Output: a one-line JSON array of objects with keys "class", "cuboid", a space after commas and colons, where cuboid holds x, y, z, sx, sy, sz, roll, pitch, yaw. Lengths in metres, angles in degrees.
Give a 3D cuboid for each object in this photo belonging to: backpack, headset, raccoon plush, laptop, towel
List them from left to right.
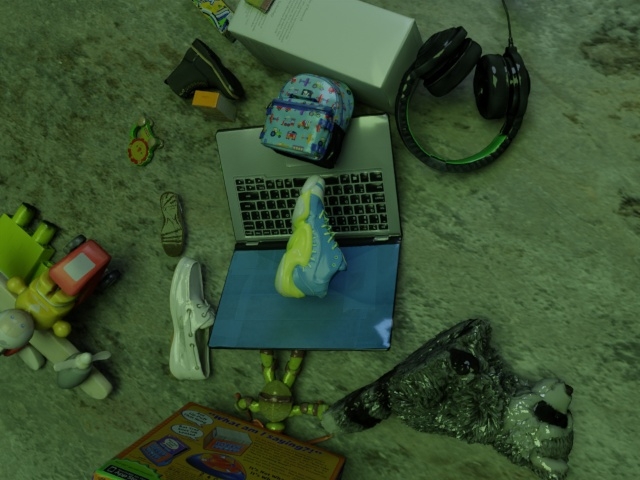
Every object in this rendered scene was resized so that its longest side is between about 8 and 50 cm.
[{"class": "towel", "cuboid": [-0.110, -0.500, 1.261, 0.060, 0.009, 0.083, 33, 91, 20]}, {"class": "laptop", "cuboid": [-0.047, -0.018, 1.263, 0.382, 0.236, 0.408, -2, 109, 18]}, {"class": "backpack", "cuboid": [-0.022, -0.242, 1.216, 0.158, 0.117, 0.173, 20, 91, 21]}, {"class": "raccoon plush", "cuboid": [0.256, 0.348, 1.202, 0.446, 0.216, 0.299, -37, 86, 38]}, {"class": "headset", "cuboid": [0.295, -0.330, 1.235, 0.243, 0.185, 0.394, 21, 107, -9]}]

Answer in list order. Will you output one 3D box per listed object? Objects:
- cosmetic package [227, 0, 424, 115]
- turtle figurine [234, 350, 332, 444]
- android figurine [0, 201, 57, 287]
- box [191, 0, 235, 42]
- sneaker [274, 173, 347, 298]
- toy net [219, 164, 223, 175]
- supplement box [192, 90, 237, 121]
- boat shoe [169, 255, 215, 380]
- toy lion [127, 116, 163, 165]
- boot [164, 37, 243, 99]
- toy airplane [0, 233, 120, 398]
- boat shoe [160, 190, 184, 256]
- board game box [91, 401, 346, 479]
[{"class": "cosmetic package", "cuboid": [0.020, -0.407, 1.314, 0.365, 0.197, 0.155, 25, 91, 18]}, {"class": "turtle figurine", "cuboid": [-0.102, 0.319, 1.335, 0.269, 0.087, 0.217, 2, 85, 19]}, {"class": "android figurine", "cuboid": [-0.783, 0.047, 1.608, 0.248, 0.056, 0.273, 34, 95, 18]}, {"class": "box", "cuboid": [-0.251, -0.547, 1.489, 0.054, 0.059, 0.169, -43, 73, 11]}, {"class": "sneaker", "cuboid": [0.000, 0.000, 1.202, 0.126, 0.091, 0.240, 15, 86, 2]}, {"class": "toy net", "cuboid": [-0.128, -0.138, 1.413, 0.232, 0.045, 0.122, 40, 97, 18]}, {"class": "supplement box", "cuboid": [-0.239, -0.304, 1.440, 0.062, 0.098, 0.036, 11, 84, 20]}, {"class": "boat shoe", "cuboid": [-0.274, 0.174, 1.408, 0.096, 0.098, 0.277, 2, 94, 18]}, {"class": "toy lion", "cuboid": [-0.436, -0.236, 1.537, 0.096, 0.034, 0.100, -33, 75, 20]}, {"class": "boot", "cuboid": [-0.274, -0.360, 1.479, 0.137, 0.077, 0.198, -45, 60, 14]}, {"class": "toy airplane", "cuboid": [-0.666, 0.176, 1.440, 0.386, 0.272, 0.384, 5, 106, 5]}, {"class": "boat shoe", "cuboid": [-0.345, -0.038, 1.482, 0.056, 0.048, 0.153, -9, 88, 5]}, {"class": "board game box", "cuboid": [-0.197, 0.567, 1.157, 0.356, 0.356, 0.356, 16, 98, 12]}]
